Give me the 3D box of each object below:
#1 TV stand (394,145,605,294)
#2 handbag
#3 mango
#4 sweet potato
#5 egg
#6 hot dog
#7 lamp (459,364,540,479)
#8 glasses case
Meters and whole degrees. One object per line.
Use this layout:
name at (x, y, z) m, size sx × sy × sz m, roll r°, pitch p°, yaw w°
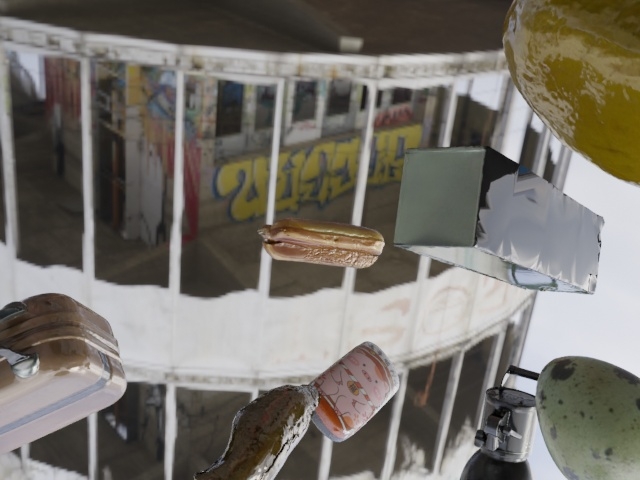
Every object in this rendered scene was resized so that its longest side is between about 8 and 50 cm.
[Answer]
TV stand at (0.178, -0.011, 0.824) m, size 0.083 × 0.088 × 0.270 m, roll 1°, pitch 171°, yaw 37°
handbag at (-0.457, 0.191, 1.259) m, size 0.302 × 0.283 × 0.149 m, roll -22°, pitch -119°, yaw -1°
mango at (0.261, -0.130, 0.709) m, size 0.142 × 0.195 × 0.331 m, roll -26°, pitch -143°, yaw -4°
sweet potato at (-0.074, 0.250, 1.137) m, size 0.085 × 0.112 × 0.286 m, roll 40°, pitch -150°, yaw 3°
egg at (0.399, 0.260, 1.246) m, size 0.177 × 0.177 × 0.228 m, roll -15°, pitch -123°, yaw -36°
hot dog at (0.000, 0.000, 1.494) m, size 0.236 × 0.092 × 0.062 m, roll 10°, pitch -131°, yaw -30°
lamp at (0.326, 0.353, 1.563) m, size 0.147 × 0.227 × 0.172 m, roll 13°, pitch -168°, yaw 33°
glasses case at (0.054, 0.236, 1.410) m, size 0.103 × 0.067 × 0.267 m, roll 56°, pitch -153°, yaw 4°
